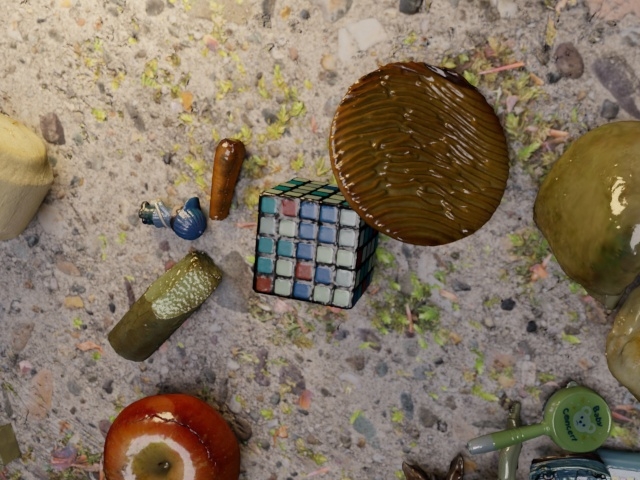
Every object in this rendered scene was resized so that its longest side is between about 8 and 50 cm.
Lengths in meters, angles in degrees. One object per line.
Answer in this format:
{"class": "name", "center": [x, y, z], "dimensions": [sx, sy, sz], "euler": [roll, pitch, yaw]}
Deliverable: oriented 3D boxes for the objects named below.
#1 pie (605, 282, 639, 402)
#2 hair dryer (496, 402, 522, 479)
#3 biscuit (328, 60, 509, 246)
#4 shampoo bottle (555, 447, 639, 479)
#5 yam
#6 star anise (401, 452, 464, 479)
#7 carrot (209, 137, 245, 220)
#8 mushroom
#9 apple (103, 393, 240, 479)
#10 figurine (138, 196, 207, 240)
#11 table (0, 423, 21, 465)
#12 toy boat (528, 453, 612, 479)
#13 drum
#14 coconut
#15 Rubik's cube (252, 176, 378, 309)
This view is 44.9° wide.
{"class": "pie", "center": [0.629, 0.151, 1.245], "dimensions": [0.339, 0.077, 0.339], "euler": [2, 118, 5]}
{"class": "hair dryer", "center": [0.377, 0.445, 1.412], "dimensions": [0.219, 0.088, 0.225], "euler": [40, 69, -16]}
{"class": "biscuit", "center": [0.167, -0.145, 1.269], "dimensions": [0.317, 0.040, 0.318], "euler": [3, 78, -14]}
{"class": "shampoo bottle", "center": [0.550, 0.424, 1.374], "dimensions": [0.258, 0.061, 0.104], "euler": [1, 100, 16]}
{"class": "yam", "center": [-0.308, 0.134, 1.529], "dimensions": [0.106, 0.106, 0.259], "euler": [45, 110, 2]}
{"class": "star anise", "center": [0.248, 0.507, 1.460], "dimensions": [0.231, 0.089, 0.209], "euler": [23, 88, -1]}
{"class": "carrot", "center": [-0.180, -0.116, 1.464], "dimensions": [0.055, 0.055, 0.161], "euler": [20, 114, 11]}
{"class": "mushroom", "center": [0.438, -0.043, 1.217], "dimensions": [0.217, 0.212, 0.292], "euler": [37, 136, 17]}
{"class": "apple", "center": [-0.289, 0.428, 1.536], "dimensions": [0.271, 0.206, 0.252], "euler": [20, 96, 8]}
{"class": "figurine", "center": [-0.287, -0.040, 1.496], "dimensions": [0.136, 0.079, 0.077], "euler": [-1, 143, 11]}
{"class": "table", "center": [-0.736, 0.463, 1.738], "dimensions": [0.083, 0.062, 0.079], "euler": [-11, 98, 18]}
{"class": "toy boat", "center": [0.432, 0.407, 1.346], "dimensions": [0.137, 0.060, 0.061], "euler": [-9, 57, 14]}
{"class": "drum", "center": [0.394, 0.349, 1.363], "dimensions": [0.253, 0.049, 0.130], "euler": [-30, 91, -2]}
{"class": "coconut", "center": [-0.663, -0.110, 1.503], "dimensions": [0.237, 0.237, 0.266], "euler": [41, 103, 4]}
{"class": "Rubik's cube", "center": [0.000, 0.000, 1.367], "dimensions": [0.184, 0.187, 0.182], "euler": [10, 105, 16]}
